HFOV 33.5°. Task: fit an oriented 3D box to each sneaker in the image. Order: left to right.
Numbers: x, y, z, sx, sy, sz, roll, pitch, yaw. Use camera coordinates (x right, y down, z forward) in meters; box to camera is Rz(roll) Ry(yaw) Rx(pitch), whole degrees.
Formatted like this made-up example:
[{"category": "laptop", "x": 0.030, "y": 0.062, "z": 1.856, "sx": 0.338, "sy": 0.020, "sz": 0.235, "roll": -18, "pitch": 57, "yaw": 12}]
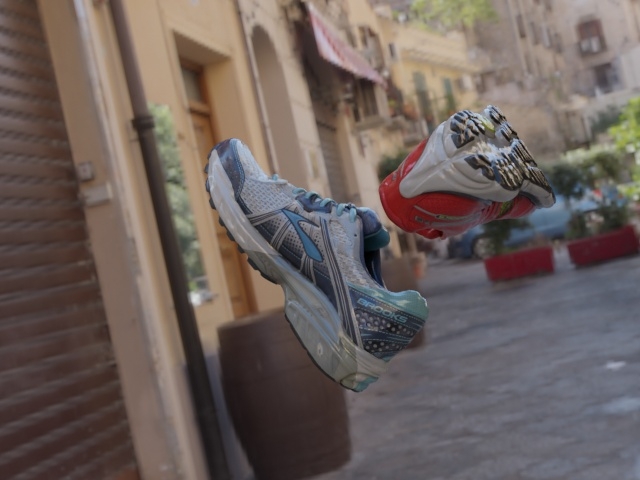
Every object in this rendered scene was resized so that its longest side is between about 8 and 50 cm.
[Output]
[{"category": "sneaker", "x": 0.000, "y": 0.000, "z": 1.013, "sx": 0.122, "sy": 0.283, "sz": 0.110, "roll": -40, "pitch": -19, "yaw": 10}, {"category": "sneaker", "x": 0.127, "y": -0.053, "z": 0.957, "sx": 0.118, "sy": 0.107, "sz": 0.279, "roll": -35, "pitch": -15, "yaw": 22}]
